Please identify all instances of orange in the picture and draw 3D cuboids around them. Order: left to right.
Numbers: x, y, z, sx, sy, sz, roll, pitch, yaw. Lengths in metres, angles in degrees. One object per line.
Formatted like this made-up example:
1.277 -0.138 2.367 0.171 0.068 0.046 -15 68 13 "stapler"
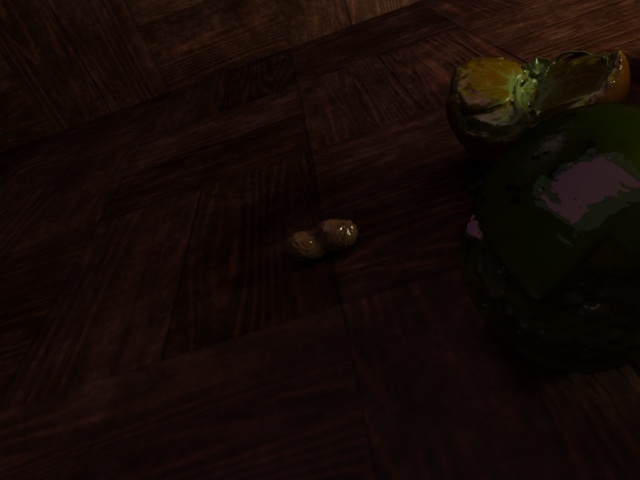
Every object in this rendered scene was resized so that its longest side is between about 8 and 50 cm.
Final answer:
0.300 -0.179 0.699 0.237 0.159 0.179 3 39 31 "orange"

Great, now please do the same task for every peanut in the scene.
0.000 0.000 0.709 0.113 0.054 0.054 -19 33 -2 "peanut"

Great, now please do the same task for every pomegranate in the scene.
0.261 0.024 0.406 0.236 0.236 0.302 -36 59 -21 "pomegranate"
